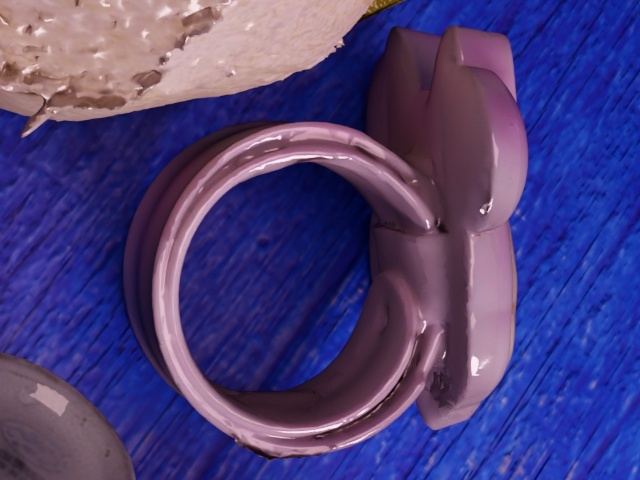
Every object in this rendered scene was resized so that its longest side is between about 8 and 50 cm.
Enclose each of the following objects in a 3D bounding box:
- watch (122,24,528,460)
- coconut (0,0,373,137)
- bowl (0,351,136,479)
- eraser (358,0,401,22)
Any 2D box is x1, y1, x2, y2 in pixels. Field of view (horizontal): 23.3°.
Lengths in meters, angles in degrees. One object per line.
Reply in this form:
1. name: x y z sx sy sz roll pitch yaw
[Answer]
1. watch: 0.000 0.000 0.915 0.217 0.211 0.248 -5 97 -17
2. coconut: -0.094 -0.242 0.794 0.360 0.346 0.346 -27 99 -44
3. bowl: -0.174 0.140 0.738 0.313 0.313 0.146 32 112 -20
4. eraser: 0.033 -0.214 1.014 0.097 0.045 0.122 -30 98 -24
